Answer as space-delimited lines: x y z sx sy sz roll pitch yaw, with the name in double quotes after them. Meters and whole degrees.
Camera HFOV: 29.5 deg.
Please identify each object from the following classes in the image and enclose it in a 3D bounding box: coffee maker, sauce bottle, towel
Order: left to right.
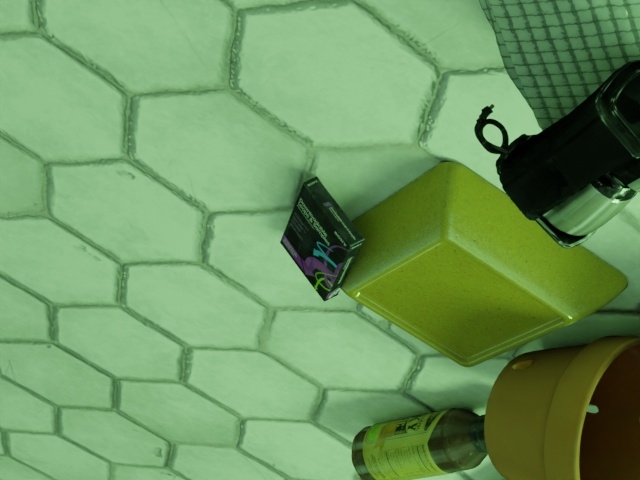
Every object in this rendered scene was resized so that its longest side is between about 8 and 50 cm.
0.208 0.347 2.082 0.344 0.111 0.111 -19 131 41 "sauce bottle"
0.263 -0.095 1.212 0.171 0.120 0.178 28 147 -12 "coffee maker"
0.294 -0.233 1.211 0.235 0.121 0.283 -3 143 31 "towel"

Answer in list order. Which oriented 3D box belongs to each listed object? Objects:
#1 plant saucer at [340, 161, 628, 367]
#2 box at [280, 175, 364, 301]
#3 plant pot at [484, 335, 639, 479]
0.199 0.063 1.707 0.333 0.081 0.333 32 143 -20 "plant saucer"
0.000 0.000 1.698 0.116 0.029 0.162 53 150 19 "box"
0.377 0.274 1.771 0.203 0.291 0.291 5 147 47 "plant pot"
